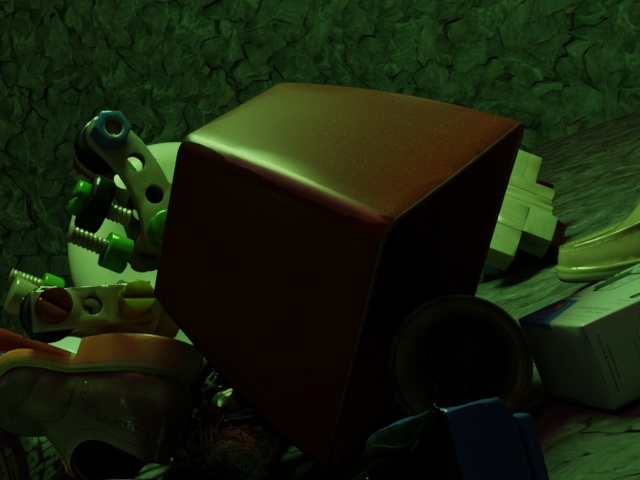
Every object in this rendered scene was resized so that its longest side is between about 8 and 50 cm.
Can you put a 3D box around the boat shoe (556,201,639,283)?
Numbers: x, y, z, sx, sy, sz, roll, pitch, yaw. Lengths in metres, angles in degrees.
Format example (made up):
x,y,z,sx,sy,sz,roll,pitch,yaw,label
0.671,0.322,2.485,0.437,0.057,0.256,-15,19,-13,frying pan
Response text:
x,y,z,sx,sy,sz,roll,pitch,yaw,label
0.417,-0.046,1.783,0.341,0.110,0.121,-21,6,5,boat shoe

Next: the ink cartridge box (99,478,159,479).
x,y,z,sx,sy,sz,roll,pitch,yaw,label
-0.341,0.248,1.412,0.371,0.069,0.176,8,-15,-40,ink cartridge box

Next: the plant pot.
x,y,z,sx,sy,sz,roll,pitch,yaw,label
0.000,0.000,1.463,0.235,0.267,0.267,27,35,21,plant pot

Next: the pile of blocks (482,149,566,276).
x,y,z,sx,sy,sz,roll,pitch,yaw,label
0.274,-0.013,2.181,0.112,0.149,0.362,21,21,1,pile of blocks

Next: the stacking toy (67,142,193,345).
x,y,z,sx,sy,sz,roll,pitch,yaw,label
-0.255,0.095,2.376,0.350,0.350,0.480,-25,-10,-31,stacking toy

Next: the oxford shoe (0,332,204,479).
x,y,z,sx,sy,sz,roll,pitch,yaw,label
-0.249,0.181,1.601,0.130,0.133,0.363,16,-19,-30,oxford shoe

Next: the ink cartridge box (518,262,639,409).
x,y,z,sx,sy,sz,roll,pitch,yaw,label
0.288,0.069,1.360,0.190,0.082,0.139,-25,6,-15,ink cartridge box

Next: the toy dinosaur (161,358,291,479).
x,y,z,sx,sy,sz,roll,pitch,yaw,label
-0.101,0.163,1.599,0.322,0.164,0.218,16,60,48,toy dinosaur

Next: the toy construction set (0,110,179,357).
x,y,z,sx,sy,sz,roll,pitch,yaw,label
-0.189,0.043,1.675,0.309,0.237,0.257,-53,23,39,toy construction set

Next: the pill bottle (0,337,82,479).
x,y,z,sx,sy,sz,roll,pitch,yaw,label
-0.368,0.225,1.847,0.169,0.169,0.301,-18,10,34,pill bottle

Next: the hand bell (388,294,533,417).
x,y,z,sx,sy,sz,roll,pitch,yaw,label
0.143,0.099,1.487,0.126,0.126,0.242,-21,1,12,hand bell

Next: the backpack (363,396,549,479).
x,y,z,sx,sy,sz,roll,pitch,yaw,label
0.094,0.168,1.112,0.101,0.098,0.120,0,-17,-35,backpack

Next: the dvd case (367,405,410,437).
x,y,z,sx,sy,sz,roll,pitch,yaw,label
0.077,0.151,1.665,0.180,0.022,0.253,-24,6,-19,dvd case
